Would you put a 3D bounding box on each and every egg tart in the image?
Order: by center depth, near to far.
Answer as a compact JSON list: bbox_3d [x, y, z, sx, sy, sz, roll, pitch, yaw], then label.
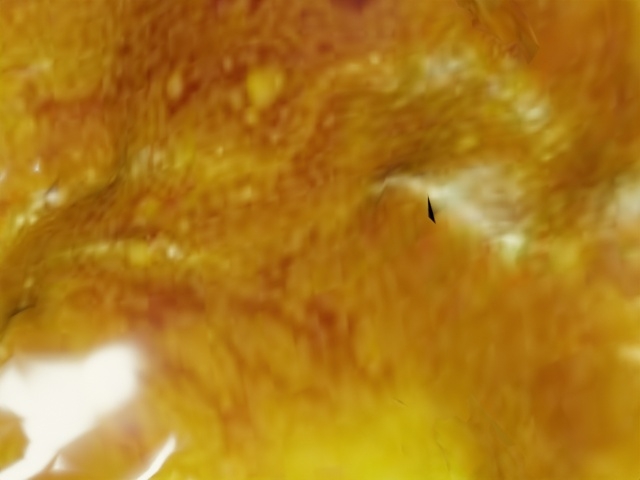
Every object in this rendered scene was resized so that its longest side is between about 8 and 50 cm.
[{"bbox_3d":[0.000,0.000,0.529,0.443,0.178,0.443,-4,80,26],"label":"egg tart"}]
